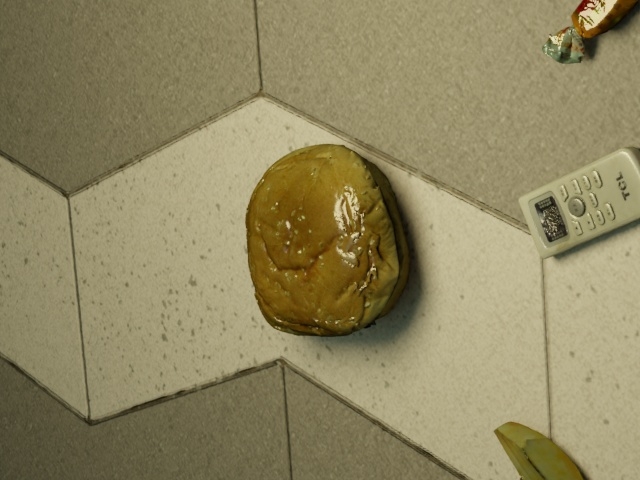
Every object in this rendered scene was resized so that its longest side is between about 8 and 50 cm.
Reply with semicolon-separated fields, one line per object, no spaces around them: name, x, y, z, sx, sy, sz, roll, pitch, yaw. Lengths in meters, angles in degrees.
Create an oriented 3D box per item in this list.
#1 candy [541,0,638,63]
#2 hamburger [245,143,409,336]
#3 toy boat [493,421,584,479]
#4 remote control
candy;0.332;-0.273;1.892;0.182;0.046;0.053;-47;63;36
hamburger;0.000;0.002;2.232;0.284;0.134;0.266;-10;95;44
toy boat;0.286;0.298;2.070;0.172;0.065;0.066;53;151;25
remote control;0.326;-0.046;1.964;0.190;0.029;0.088;-26;82;45
